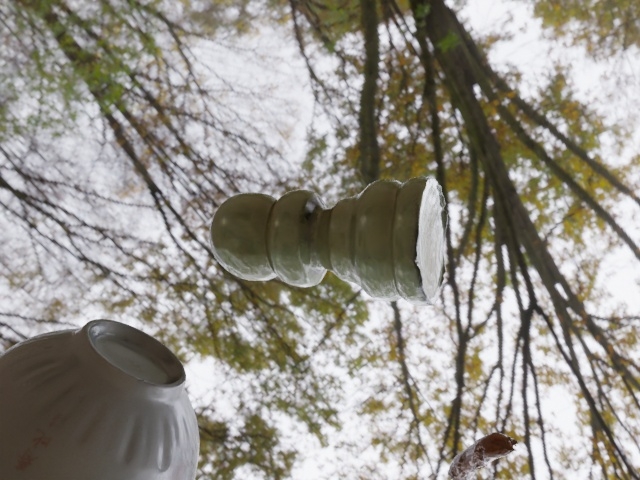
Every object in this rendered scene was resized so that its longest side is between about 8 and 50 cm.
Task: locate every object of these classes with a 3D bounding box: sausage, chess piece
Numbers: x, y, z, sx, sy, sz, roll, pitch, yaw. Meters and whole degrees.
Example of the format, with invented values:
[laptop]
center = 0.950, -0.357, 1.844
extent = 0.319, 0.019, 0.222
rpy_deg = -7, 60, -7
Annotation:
[sausage]
center = 0.214, 0.292, 1.072
extent = 0.158, 0.042, 0.036
rpy_deg = 119, -32, -55
[chess piece]
center = 0.000, 0.000, 0.826
extent = 0.243, 0.133, 0.133
rpy_deg = 1, -133, 20

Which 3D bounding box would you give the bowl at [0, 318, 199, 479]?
[bowl]
center = -0.152, 0.114, 0.574
extent = 0.086, 0.189, 0.189
rpy_deg = -57, -147, 11
